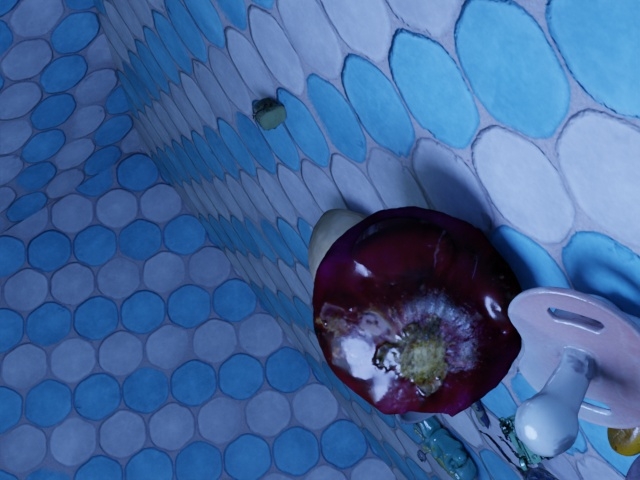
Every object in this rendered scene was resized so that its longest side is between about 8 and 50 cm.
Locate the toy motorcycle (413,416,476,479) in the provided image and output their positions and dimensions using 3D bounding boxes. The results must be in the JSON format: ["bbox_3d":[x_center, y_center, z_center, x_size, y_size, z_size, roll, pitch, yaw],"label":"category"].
[{"bbox_3d":[0.386,0.660,2.470,0.296,0.109,0.198,50,162,15],"label":"toy motorcycle"}]

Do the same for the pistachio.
[{"bbox_3d":[0.067,0.041,1.929,0.193,0.214,0.318,64,175,-34],"label":"pistachio"}]

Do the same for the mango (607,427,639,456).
[{"bbox_3d":[0.543,0.333,1.388,0.114,0.057,0.079,109,161,-50],"label":"mango"}]

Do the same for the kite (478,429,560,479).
[{"bbox_3d":[0.497,0.543,1.887,0.169,0.015,0.310,13,-161,-43],"label":"kite"}]

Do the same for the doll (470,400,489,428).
[{"bbox_3d":[0.415,0.450,2.081,0.037,0.027,0.125,19,142,54],"label":"doll"}]

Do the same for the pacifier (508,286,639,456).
[{"bbox_3d":[0.407,0.208,1.260,0.220,0.273,0.332,-118,5,-50],"label":"pacifier"}]

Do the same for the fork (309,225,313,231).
[{"bbox_3d":[0.000,0.000,2.412,0.115,0.016,0.012,55,173,8],"label":"fork"}]

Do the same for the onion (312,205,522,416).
[{"bbox_3d":[0.180,0.127,1.530,0.398,0.398,0.420,55,-178,1],"label":"onion"}]

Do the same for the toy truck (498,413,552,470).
[{"bbox_3d":[0.475,0.452,1.847,0.154,0.080,0.078,60,-169,-17],"label":"toy truck"}]

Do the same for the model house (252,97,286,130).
[{"bbox_3d":[-0.141,-0.328,2.019,0.083,0.079,0.066,46,160,35],"label":"model house"}]

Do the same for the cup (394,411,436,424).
[{"bbox_3d":[0.223,0.269,1.992,0.257,0.227,0.301,49,135,35],"label":"cup"}]

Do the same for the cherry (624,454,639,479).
[{"bbox_3d":[0.569,0.445,1.360,0.115,0.148,0.188,13,129,1],"label":"cherry"}]
